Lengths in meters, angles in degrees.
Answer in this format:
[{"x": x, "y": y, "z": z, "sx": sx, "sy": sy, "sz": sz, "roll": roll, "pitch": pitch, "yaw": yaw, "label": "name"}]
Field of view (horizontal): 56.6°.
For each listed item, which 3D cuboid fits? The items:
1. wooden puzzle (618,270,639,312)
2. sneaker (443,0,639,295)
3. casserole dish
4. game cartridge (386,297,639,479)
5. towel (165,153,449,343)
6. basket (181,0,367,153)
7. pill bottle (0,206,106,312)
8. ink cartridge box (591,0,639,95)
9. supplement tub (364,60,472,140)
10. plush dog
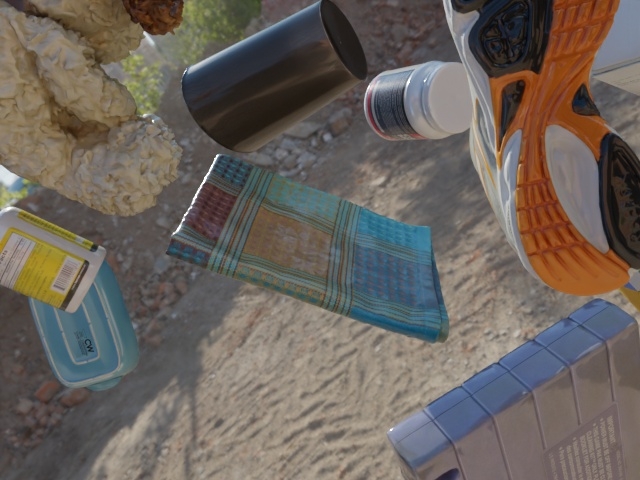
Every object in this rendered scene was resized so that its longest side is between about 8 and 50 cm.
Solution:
[{"x": 0.639, "y": 0.069, "z": 1.188, "sx": 0.044, "sy": 0.221, "sz": 0.238, "roll": -33, "pitch": -24, "yaw": -6, "label": "wooden puzzle"}, {"x": 0.124, "y": -0.100, "z": 0.377, "sx": 0.099, "sy": 0.262, "sz": 0.121, "roll": -9, "pitch": 4, "yaw": 0, "label": "sneaker"}, {"x": -0.305, "y": 0.107, "z": 0.756, "sx": 0.114, "sy": 0.188, "sz": 0.037, "roll": -16, "pitch": 7, "yaw": -1, "label": "casserole dish"}, {"x": 0.210, "y": 0.243, "z": 0.555, "sx": 0.230, "sy": 0.355, "sz": 0.068, "roll": -31, "pitch": 31, "yaw": -15, "label": "game cartridge"}, {"x": 0.000, "y": 0.000, "z": 0.838, "sx": 0.271, "sy": 0.370, "sz": 0.040, "roll": -82, "pitch": 14, "yaw": -58, "label": "towel"}, {"x": -0.056, "y": -0.247, "z": 0.896, "sx": 0.227, "sy": 0.154, "sz": 0.204, "roll": -22, "pitch": -8, "yaw": 27, "label": "basket"}, {"x": -0.251, "y": 0.011, "z": 0.507, "sx": 0.065, "sy": 0.116, "sz": 0.065, "roll": -50, "pitch": 22, "yaw": 29, "label": "pill bottle"}, {"x": 0.384, "y": -0.233, "z": 0.628, "sx": 0.093, "sy": 0.213, "sz": 0.154, "roll": -7, "pitch": 78, "yaw": 59, "label": "ink cartridge box"}, {"x": 0.257, "y": -0.355, "z": 1.529, "sx": 0.191, "sy": 0.191, "sz": 0.272, "roll": -45, "pitch": 26, "yaw": -16, "label": "supplement tub"}, {"x": -0.219, "y": -0.174, "z": 0.470, "sx": 0.262, "sy": 0.211, "sz": 0.225, "roll": 36, "pitch": 100, "yaw": 32, "label": "plush dog"}]
